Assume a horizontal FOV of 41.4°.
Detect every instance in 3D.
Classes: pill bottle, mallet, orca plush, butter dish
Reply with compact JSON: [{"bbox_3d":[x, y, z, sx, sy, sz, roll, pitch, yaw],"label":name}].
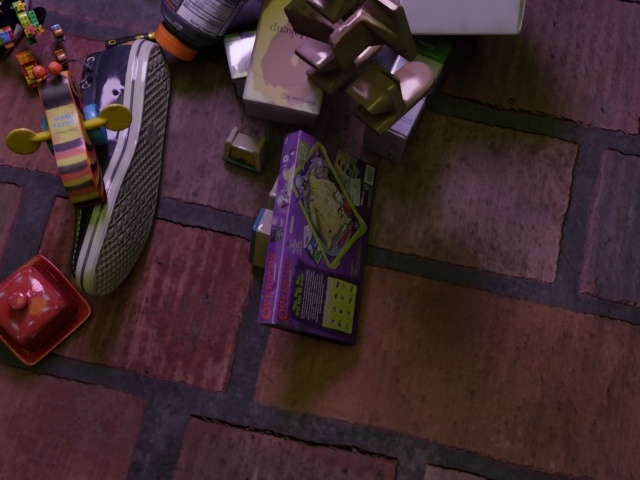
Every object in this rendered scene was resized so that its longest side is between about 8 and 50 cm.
[{"bbox_3d":[-0.211,-0.456,1.579,0.130,0.130,0.245,44,113,9],"label":"pill bottle"},{"bbox_3d":[-0.332,-0.399,1.686,0.190,0.039,0.062,-18,79,0],"label":"mallet"},{"bbox_3d":[-0.613,-0.502,1.669,0.151,0.102,0.287,29,77,6],"label":"orca plush"},{"bbox_3d":[-0.523,0.116,1.511,0.160,0.118,0.160,-43,80,-11],"label":"butter dish"}]

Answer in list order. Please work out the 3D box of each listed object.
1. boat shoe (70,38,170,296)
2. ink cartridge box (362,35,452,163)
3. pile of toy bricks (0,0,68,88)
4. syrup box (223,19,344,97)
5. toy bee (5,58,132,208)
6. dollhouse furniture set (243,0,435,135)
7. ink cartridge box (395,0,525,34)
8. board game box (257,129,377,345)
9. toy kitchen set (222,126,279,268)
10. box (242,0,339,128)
[{"bbox_3d":[-0.392,-0.138,1.549,0.156,0.187,0.500,2,72,10],"label":"boat shoe"},{"bbox_3d":[0.161,-0.269,1.598,0.087,0.153,0.208,25,76,6],"label":"ink cartridge box"},{"bbox_3d":[-0.556,-0.404,1.604,0.118,0.105,0.212,-26,106,-13],"label":"pile of toy bricks"},{"bbox_3d":[-0.061,-0.355,1.646,0.237,0.093,0.096,-11,77,-3],"label":"syrup box"},{"bbox_3d":[-0.432,-0.208,1.399,0.195,0.162,0.298,-35,69,-10],"label":"toy bee"},{"bbox_3d":[0.027,-0.437,1.317,0.256,0.362,0.394,-43,60,-5],"label":"dollhouse furniture set"},{"bbox_3d":[0.231,-0.467,1.566,0.226,0.306,0.131,-1,115,-1],"label":"ink cartridge box"},{"bbox_3d":[0.000,0.000,1.520,0.056,0.208,0.346,-5,71,42],"label":"board game box"},{"bbox_3d":[-0.131,-0.081,1.586,0.166,0.122,0.207,20,57,4],"label":"toy kitchen set"},{"bbox_3d":[-0.043,-0.373,1.534,0.148,0.121,0.311,10,84,-3],"label":"box"}]
